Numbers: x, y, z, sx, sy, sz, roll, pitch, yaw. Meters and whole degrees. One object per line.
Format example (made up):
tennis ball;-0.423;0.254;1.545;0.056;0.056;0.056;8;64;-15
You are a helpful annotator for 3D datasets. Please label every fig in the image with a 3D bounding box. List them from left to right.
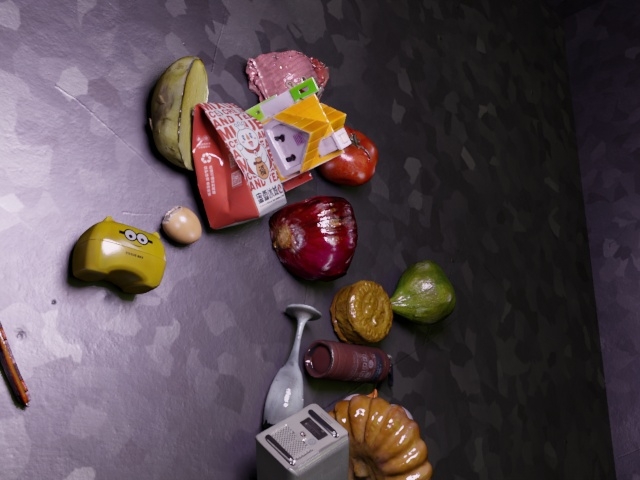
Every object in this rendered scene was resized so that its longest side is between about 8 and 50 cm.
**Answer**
fig;0.278;0.177;2.085;0.235;0.203;0.203;-21;92;-20

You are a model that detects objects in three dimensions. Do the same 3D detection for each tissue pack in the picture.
tissue pack;-0.416;0.032;1.444;0.178;0.123;0.127;23;61;-38

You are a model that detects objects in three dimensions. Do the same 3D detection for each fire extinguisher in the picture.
fire extinguisher;0.102;0.351;1.882;0.344;0.102;0.137;18;93;-46

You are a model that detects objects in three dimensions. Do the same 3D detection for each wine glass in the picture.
wine glass;-0.013;0.297;1.657;0.096;0.264;0.309;32;55;-34

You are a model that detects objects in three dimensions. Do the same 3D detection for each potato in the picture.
potato;-0.345;-0.306;1.635;0.160;0.111;0.271;43;52;-75

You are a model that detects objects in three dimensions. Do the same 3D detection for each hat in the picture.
hat;-0.069;-0.445;1.973;0.286;0.107;0.236;-38;114;-40

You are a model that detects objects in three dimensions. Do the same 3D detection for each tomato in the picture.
tomato;0.080;-0.242;2.016;0.187;0.151;0.187;4;49;-4

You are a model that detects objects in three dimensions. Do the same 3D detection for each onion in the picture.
onion;0.004;-0.001;1.829;0.216;0.207;0.206;-4;76;-40

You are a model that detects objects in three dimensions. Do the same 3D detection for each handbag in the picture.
handbag;-0.210;-0.192;1.667;0.171;0.151;0.297;-35;110;-62

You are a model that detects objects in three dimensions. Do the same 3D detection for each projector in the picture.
projector;-0.041;0.522;1.574;0.177;0.163;0.242;-21;125;-34

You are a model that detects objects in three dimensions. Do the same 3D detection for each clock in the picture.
clock;-0.064;-0.264;1.768;0.166;0.310;0.235;-36;103;-44

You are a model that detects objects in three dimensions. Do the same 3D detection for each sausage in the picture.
sausage;-0.580;0.219;1.286;0.028;0.025;0.198;-35;104;-78

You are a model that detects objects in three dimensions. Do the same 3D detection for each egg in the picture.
egg;-0.317;-0.032;1.598;0.096;0.080;0.080;52;46;-24

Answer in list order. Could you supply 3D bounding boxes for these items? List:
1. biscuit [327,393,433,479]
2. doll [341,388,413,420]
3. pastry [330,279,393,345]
biscuit;0.114;0.535;1.658;0.107;0.326;0.325;-6;81;-53
doll;0.125;0.512;1.804;0.221;0.221;0.250;14;95;-42
pastry;0.119;0.204;1.940;0.189;0.103;0.188;17;65;-42
